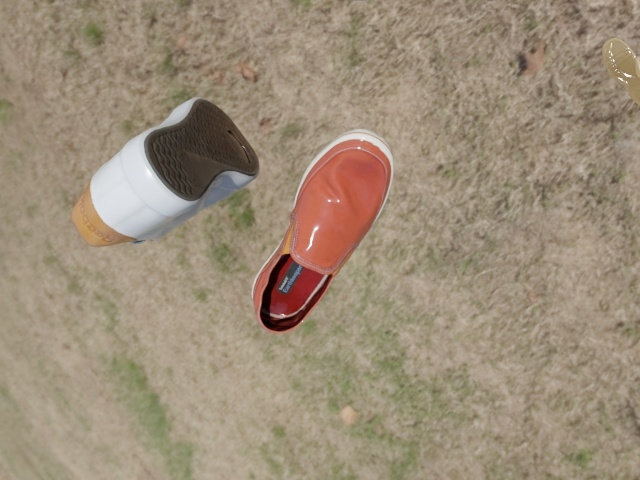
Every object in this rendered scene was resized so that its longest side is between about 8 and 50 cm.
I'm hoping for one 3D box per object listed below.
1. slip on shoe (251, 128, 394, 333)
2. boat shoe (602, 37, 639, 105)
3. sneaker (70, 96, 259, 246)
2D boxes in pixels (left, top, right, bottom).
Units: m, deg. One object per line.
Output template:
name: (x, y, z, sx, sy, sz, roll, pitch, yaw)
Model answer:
slip on shoe: (0.000, 0.000, 0.839, 0.123, 0.101, 0.331, 25, 116, -14)
boat shoe: (0.677, -0.368, 1.341, 0.063, 0.059, 0.170, -32, 91, 29)
sneaker: (-0.153, -0.069, 0.618, 0.123, 0.290, 0.106, -32, 96, 17)
